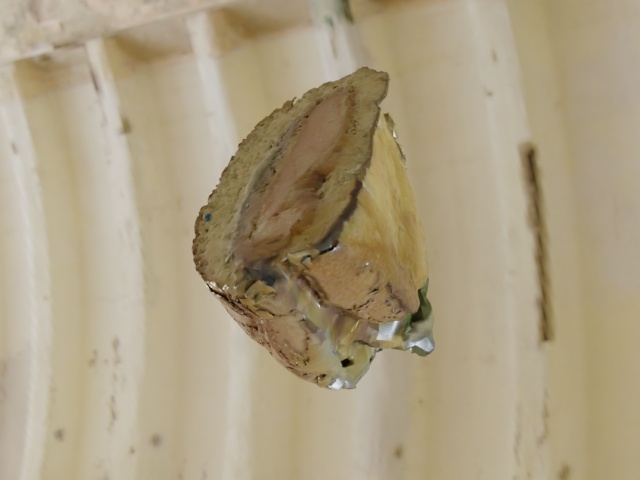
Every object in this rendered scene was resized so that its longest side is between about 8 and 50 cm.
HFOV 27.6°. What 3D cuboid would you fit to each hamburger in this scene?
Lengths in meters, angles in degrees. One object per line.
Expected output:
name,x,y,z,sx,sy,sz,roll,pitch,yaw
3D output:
hamburger,0.002,0.007,0.560,0.087,0.102,0.176,-16,-153,14
